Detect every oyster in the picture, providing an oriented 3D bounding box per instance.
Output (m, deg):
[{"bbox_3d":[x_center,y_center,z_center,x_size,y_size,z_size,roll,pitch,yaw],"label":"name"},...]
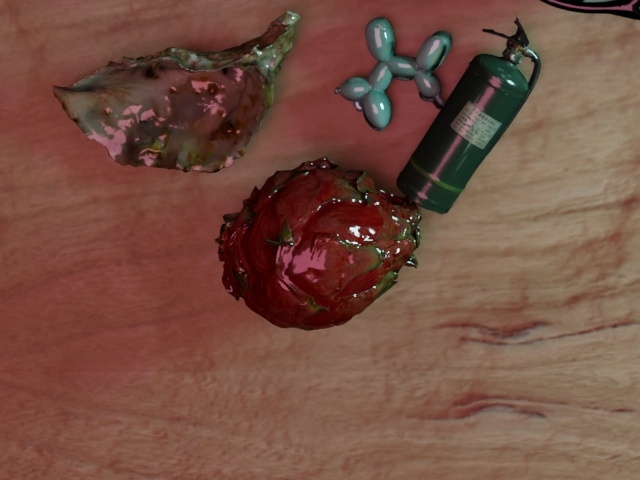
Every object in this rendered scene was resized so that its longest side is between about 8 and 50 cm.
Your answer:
[{"bbox_3d":[-0.189,-0.202,1.927,0.396,0.111,0.204,-11,121,17],"label":"oyster"}]

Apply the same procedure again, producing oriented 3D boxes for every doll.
[{"bbox_3d":[0.099,-0.232,1.853,0.159,0.059,0.158,8,108,10],"label":"doll"}]

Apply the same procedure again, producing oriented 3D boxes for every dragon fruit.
[{"bbox_3d":[0.000,0.000,1.853,0.299,0.244,0.244,-18,103,-3],"label":"dragon fruit"}]

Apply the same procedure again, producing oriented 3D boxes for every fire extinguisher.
[{"bbox_3d":[0.218,-0.179,1.825,0.118,0.093,0.294,23,113,-21],"label":"fire extinguisher"}]

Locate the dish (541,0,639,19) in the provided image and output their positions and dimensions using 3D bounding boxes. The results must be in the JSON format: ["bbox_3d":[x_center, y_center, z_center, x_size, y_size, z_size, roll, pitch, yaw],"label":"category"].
[{"bbox_3d":[0.359,-0.433,1.690,0.303,0.120,0.303,4,108,13],"label":"dish"}]
